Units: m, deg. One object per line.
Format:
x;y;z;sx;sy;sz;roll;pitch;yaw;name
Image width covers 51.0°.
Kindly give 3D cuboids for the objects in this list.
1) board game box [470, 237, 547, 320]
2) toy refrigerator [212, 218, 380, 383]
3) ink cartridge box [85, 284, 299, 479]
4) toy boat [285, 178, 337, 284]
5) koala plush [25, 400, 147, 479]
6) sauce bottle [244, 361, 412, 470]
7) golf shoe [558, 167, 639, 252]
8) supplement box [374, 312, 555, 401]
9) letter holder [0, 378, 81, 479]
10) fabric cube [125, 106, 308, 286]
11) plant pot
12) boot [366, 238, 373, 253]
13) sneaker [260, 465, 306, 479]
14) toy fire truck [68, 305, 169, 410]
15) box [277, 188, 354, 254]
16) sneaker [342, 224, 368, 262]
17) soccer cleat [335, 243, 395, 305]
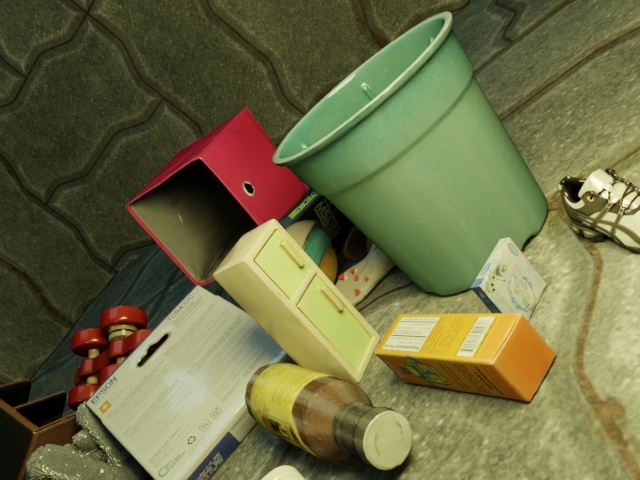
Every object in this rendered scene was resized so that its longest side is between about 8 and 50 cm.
0.244;0.059;0.866;0.090;0.090;0.020;-51;18;-28;board game box
-0.030;0.104;1.051;0.094;0.269;0.102;-26;22;43;toy refrigerator
-0.236;0.266;1.254;0.330;0.071;0.324;22;64;45;ink cartridge box
0.000;0.000;1.304;0.267;0.148;0.318;56;-131;-79;toy boat
-0.455;0.473;1.311;0.221;0.203;0.196;-56;-3;36;koala plush
0.000;0.238;0.927;0.111;0.111;0.344;-48;16;-20;sauce bottle
0.371;-0.042;0.835;0.077;0.094;0.198;-45;19;-14;golf shoe
0.172;0.142;0.847;0.080;0.078;0.233;-52;19;-22;supplement box
-0.601;0.447;1.382;0.214;0.152;0.302;-8;-57;-67;letter holder
-0.224;-0.099;1.530;0.259;0.254;0.258;-26;21;33;fabric cube
0.161;-0.115;1.062;0.341;0.334;0.341;-38;18;14;plant pot
0.193;-0.090;1.311;0.305;0.115;0.112;-40;19;11;boot
-0.090;0.384;0.846;0.212;0.080;0.094;-45;29;-15;sneaker
-0.409;0.282;1.518;0.302;0.254;0.169;-32;53;33;toy fire truck
0.007;-0.037;1.483;0.184;0.191;0.045;-43;52;-12;box
0.099;-0.020;1.449;0.192;0.064;0.086;-54;8;-27;sneaker
0.098;0.056;1.266;0.196;0.076;0.068;-53;56;13;soccer cleat
